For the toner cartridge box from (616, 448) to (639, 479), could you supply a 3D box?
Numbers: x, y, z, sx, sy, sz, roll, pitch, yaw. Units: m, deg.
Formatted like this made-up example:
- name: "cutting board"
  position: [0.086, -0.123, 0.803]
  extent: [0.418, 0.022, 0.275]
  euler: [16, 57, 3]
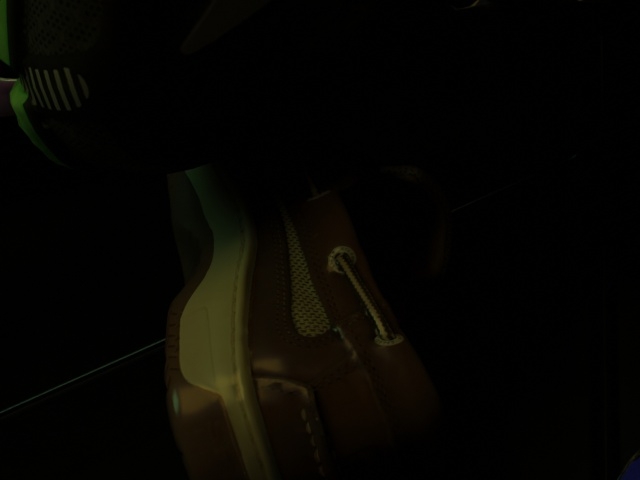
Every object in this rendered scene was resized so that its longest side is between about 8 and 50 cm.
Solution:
- name: "toner cartridge box"
  position: [0.044, 0.189, 0.297]
  extent: [0.165, 0.075, 0.348]
  euler: [0, 43, 52]

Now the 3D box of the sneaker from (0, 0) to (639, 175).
- name: "sneaker"
  position: [0.118, -0.146, 0.592]
  extent: [0.482, 0.185, 0.202]
  euler: [-25, 41, -3]

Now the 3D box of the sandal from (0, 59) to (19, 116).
- name: "sandal"
  position: [-0.127, -0.104, 0.988]
  extent: [0.416, 0.102, 0.169]
  euler: [-29, 11, 45]

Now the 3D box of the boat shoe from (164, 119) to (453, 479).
- name: "boat shoe"
  position: [0.003, 0.006, 0.658]
  extent: [0.095, 0.095, 0.257]
  euler: [-17, 35, 7]
